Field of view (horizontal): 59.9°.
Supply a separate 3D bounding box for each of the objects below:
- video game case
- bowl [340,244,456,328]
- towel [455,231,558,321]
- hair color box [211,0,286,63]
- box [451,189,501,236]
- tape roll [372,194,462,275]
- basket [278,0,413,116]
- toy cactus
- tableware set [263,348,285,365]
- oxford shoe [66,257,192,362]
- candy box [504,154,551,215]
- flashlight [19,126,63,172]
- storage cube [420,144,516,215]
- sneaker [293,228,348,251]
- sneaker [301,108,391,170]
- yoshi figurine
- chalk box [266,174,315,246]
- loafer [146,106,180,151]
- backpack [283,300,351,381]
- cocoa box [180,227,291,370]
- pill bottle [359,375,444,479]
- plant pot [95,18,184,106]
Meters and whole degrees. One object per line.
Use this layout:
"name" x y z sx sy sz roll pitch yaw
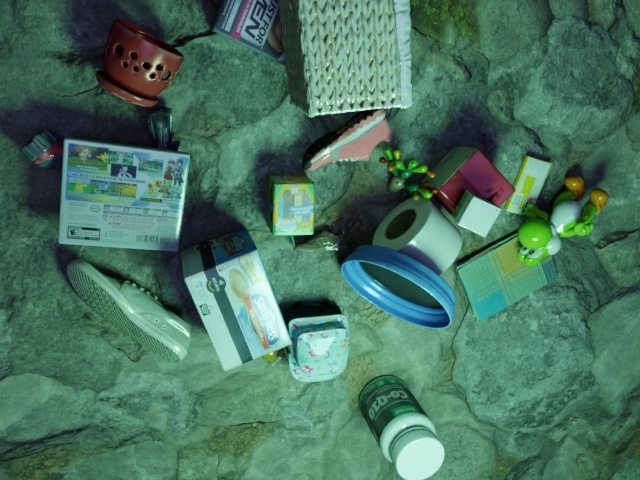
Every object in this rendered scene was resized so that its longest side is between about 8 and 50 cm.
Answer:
"video game case" -0.553 -0.122 1.567 0.329 0.036 0.299 5 109 -21
"bowl" 0.254 0.148 1.788 0.391 0.391 0.077 41 68 -23
"towel" 0.699 0.119 2.074 0.370 0.040 0.271 -28 114 -6
"hair color box" -0.097 -0.599 1.570 0.375 0.113 0.185 20 102 -21
"box" 0.474 -0.083 1.695 0.102 0.087 0.101 23 107 -11
"tape roll" 0.313 -0.003 1.815 0.169 0.246 0.246 41 94 -23
"basket" 0.055 -0.501 1.408 0.267 0.328 0.330 -9 111 -10
"toy cactus" 0.263 -0.198 1.773 0.219 0.180 0.112 39 63 2
"tableware set" -0.179 0.356 1.927 0.104 0.024 0.154 -41 112 -2
"oxford shoe" -0.579 0.202 1.716 0.449 0.169 0.130 42 50 -16
"candy box" 0.740 -0.192 1.982 0.105 0.027 0.205 12 105 -21
"flashlight" -0.692 -0.174 1.565 0.103 0.103 0.304 -25 119 28
"storage cube" 0.476 -0.179 1.821 0.193 0.215 0.183 43 94 -17
"sneaker" 0.000 0.000 1.839 0.189 0.066 0.071 -2 92 -20
"sneaker" 0.091 -0.287 1.727 0.314 0.116 0.136 -34 115 -2
"yoshi figurine" 0.824 -0.071 1.940 0.203 0.203 0.362 45 85 -6
"chalk box" -0.096 -0.089 1.735 0.132 0.132 0.212 -1 107 -15
"loafer" -0.444 -0.272 1.607 0.079 0.076 0.223 -7 107 -3
"backpack" -0.012 0.360 1.890 0.225 0.191 0.253 -3 114 -15
"cocoa box" -0.262 0.177 1.726 0.228 0.231 0.346 -21 113 -8
"pill bottle" 0.284 0.658 1.969 0.205 0.361 0.204 -5 109 -14
"plant pot" -0.483 -0.462 1.476 0.191 0.191 0.174 23 108 -21
